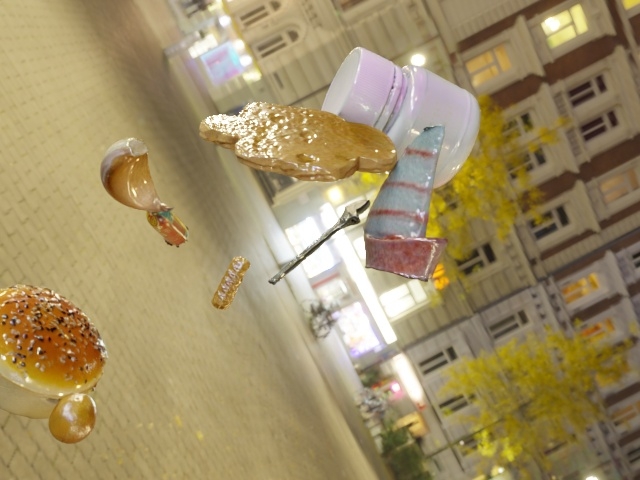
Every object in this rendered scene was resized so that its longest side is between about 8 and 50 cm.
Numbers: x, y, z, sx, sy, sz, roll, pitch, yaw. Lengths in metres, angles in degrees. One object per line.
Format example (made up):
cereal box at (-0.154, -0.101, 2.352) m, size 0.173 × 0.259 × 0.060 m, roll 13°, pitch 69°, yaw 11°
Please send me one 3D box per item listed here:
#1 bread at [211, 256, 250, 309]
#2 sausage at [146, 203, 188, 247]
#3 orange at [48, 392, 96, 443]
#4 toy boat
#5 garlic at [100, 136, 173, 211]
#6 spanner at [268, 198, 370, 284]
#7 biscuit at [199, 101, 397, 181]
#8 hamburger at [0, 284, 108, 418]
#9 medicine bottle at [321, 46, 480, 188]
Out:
bread at (-0.242, 0.115, 1.913) m, size 0.052 × 0.157 × 0.044 m, roll 26°, pitch -5°, yaw 11°
sausage at (-0.427, -0.050, 1.963) m, size 0.083 × 0.083 × 0.264 m, roll 63°, pitch -5°, yaw 13°
orange at (-0.415, 0.297, 1.188) m, size 0.085 × 0.085 × 0.085 m, roll 63°, pitch 0°, yaw -1°
toy boat at (0.162, -0.076, 1.311) m, size 0.206 × 0.096 × 0.283 m, roll 15°, pitch -84°, yaw 52°
garlic at (-0.436, -0.151, 1.633) m, size 0.207 × 0.128 × 0.115 m, roll 75°, pitch -9°, yaw -47°
spanner at (0.000, 0.000, 1.732) m, size 0.026 × 0.325 × 0.093 m, roll 56°, pitch -13°, yaw -24°
biscuit at (-0.040, -0.182, 1.342) m, size 0.269 × 0.375 × 0.051 m, roll -97°, pitch -165°, yaw -58°
hamburger at (-0.587, 0.220, 1.470) m, size 0.300 × 0.176 × 0.300 m, roll 41°, pitch 15°, yaw -14°
medicine bottle at (0.171, -0.272, 1.572) m, size 0.301 × 0.241 × 0.241 m, roll 23°, pitch 14°, yaw -17°
